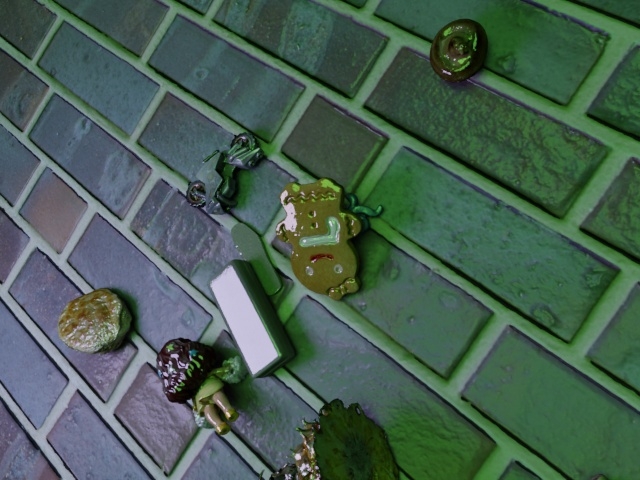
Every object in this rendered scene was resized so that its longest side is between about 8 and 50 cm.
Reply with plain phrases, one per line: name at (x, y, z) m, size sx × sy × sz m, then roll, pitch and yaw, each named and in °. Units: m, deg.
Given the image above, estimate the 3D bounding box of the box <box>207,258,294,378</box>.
box at (-0.149, 0.163, 1.231) m, size 0.103 × 0.055 × 0.244 m, roll -39°, pitch 66°, yaw 22°

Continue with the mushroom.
mushroom at (0.271, -0.369, 1.137) m, size 0.126 × 0.084 × 0.109 m, roll -65°, pitch 28°, yaw 3°

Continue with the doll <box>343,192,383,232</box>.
doll at (0.027, -0.045, 1.193) m, size 0.205 × 0.067 × 0.110 m, roll -6°, pitch 88°, yaw 11°

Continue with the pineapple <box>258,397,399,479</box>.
pineapple at (-0.026, 0.456, 1.047) m, size 0.271 × 0.262 × 0.263 m, roll -34°, pitch 67°, yaw 27°

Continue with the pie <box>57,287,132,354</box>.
pie at (-0.536, 0.193, 1.397) m, size 0.193 × 0.079 × 0.163 m, roll 19°, pitch 78°, yaw 27°

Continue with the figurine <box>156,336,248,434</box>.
figurine at (-0.250, 0.300, 1.220) m, size 0.240 × 0.115 × 0.175 m, roll 38°, pitch 97°, yaw 26°

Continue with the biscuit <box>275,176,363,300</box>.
biscuit at (-0.001, 0.001, 1.155) m, size 0.184 × 0.035 × 0.249 m, roll -4°, pitch 105°, yaw 23°

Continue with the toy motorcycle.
toy motorcycle at (-0.211, -0.144, 1.314) m, size 0.215 × 0.080 × 0.122 m, roll -46°, pitch 65°, yaw 5°

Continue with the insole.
insole at (-0.141, 0.037, 1.282) m, size 0.063 × 0.010 × 0.192 m, roll -39°, pitch 67°, yaw 14°

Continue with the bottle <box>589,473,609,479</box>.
bottle at (0.459, 0.418, 0.911) m, size 0.045 × 0.045 × 0.096 m, roll -44°, pitch 68°, yaw 11°
